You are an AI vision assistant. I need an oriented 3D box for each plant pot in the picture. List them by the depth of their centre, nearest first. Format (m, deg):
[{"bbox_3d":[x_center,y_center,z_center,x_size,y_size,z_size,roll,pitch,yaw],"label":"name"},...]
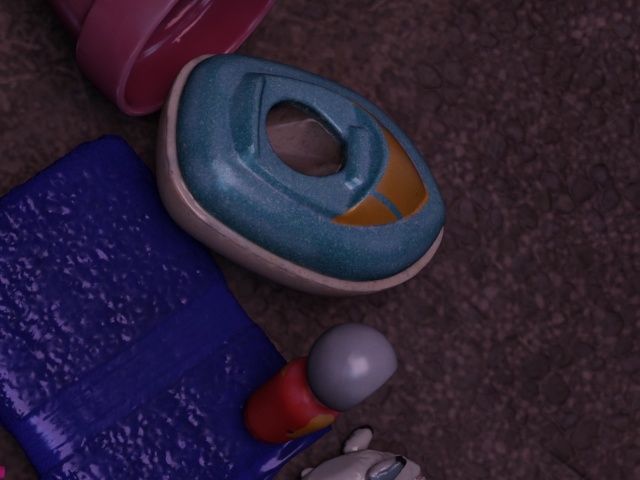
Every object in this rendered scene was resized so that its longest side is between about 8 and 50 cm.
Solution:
[{"bbox_3d":[-0.147,-0.230,1.504,0.201,0.201,0.180,-40,77,-21],"label":"plant pot"}]

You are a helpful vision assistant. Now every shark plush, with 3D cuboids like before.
[{"bbox_3d":[0.015,0.217,1.531,0.161,0.073,0.067,-31,120,-26],"label":"shark plush"}]

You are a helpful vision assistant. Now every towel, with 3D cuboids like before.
[{"bbox_3d":[-0.162,0.092,1.490,0.227,0.076,0.308,-35,91,-29],"label":"towel"}]

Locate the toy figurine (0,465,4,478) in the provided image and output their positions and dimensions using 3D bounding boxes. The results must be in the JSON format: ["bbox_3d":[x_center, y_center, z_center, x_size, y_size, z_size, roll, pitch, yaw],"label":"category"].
[{"bbox_3d":[-0.319,0.163,1.408,0.159,0.130,0.173,43,91,-16],"label":"toy figurine"}]

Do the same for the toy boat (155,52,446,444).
[{"bbox_3d":[0.000,0.000,1.480,0.267,0.148,0.318,18,56,-30],"label":"toy boat"}]
